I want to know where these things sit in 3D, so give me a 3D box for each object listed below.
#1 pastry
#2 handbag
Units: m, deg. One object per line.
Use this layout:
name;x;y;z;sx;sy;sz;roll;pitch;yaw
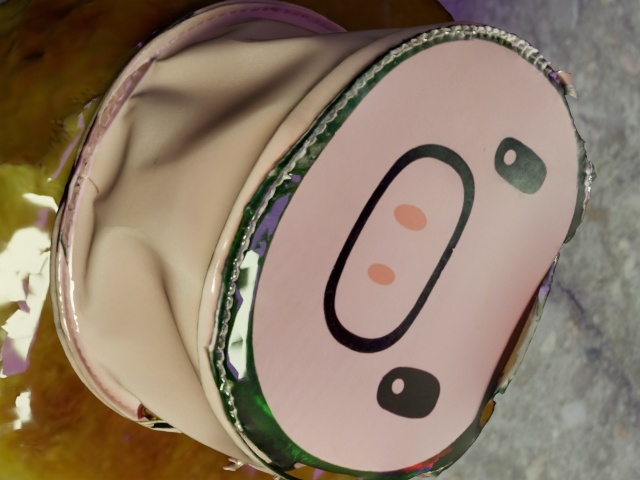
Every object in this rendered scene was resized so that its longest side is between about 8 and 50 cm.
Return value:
pastry;-0.055;-0.001;0.693;0.356;0.164;0.356;-13;111;-36
handbag;0.001;0.000;0.558;0.179;0.116;0.205;28;86;-40
